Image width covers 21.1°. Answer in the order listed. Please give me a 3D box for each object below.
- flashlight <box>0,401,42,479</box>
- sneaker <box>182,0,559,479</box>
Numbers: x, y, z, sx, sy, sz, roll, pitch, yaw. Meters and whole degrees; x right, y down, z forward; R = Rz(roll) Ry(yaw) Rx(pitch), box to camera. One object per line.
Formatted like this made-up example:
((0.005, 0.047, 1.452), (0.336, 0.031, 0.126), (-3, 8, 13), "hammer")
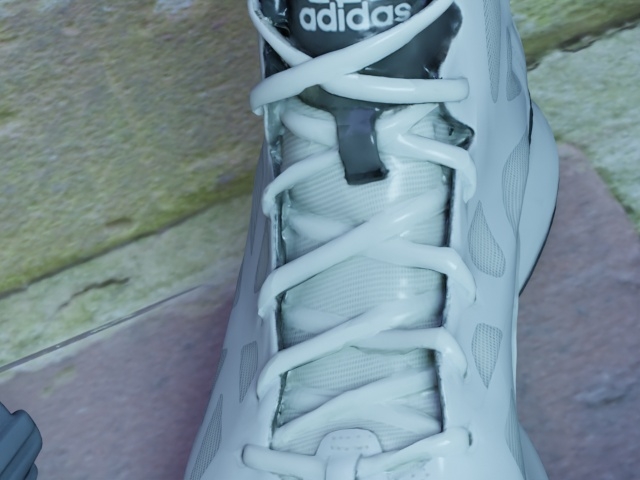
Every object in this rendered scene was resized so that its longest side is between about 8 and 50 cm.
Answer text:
((-0.230, 0.177, 0.685), (0.103, 0.103, 0.304), (12, 49, 26), "flashlight")
((-0.001, 0.000, 0.669), (0.169, 0.257, 0.447), (-5, 44, 15), "sneaker")
